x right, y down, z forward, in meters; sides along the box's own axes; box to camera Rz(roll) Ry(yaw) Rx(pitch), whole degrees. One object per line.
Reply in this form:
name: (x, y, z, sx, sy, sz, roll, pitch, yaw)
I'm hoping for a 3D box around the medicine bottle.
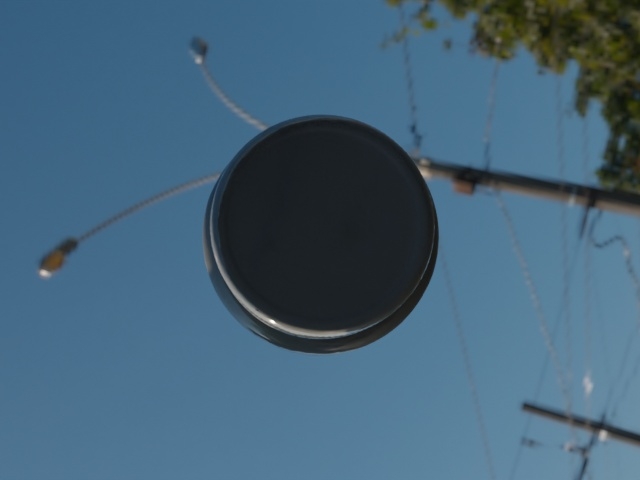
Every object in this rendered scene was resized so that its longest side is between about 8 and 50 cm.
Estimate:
medicine bottle: (0.000, 0.000, 1.229, 0.339, 0.208, 0.208, 109, 179, -86)
